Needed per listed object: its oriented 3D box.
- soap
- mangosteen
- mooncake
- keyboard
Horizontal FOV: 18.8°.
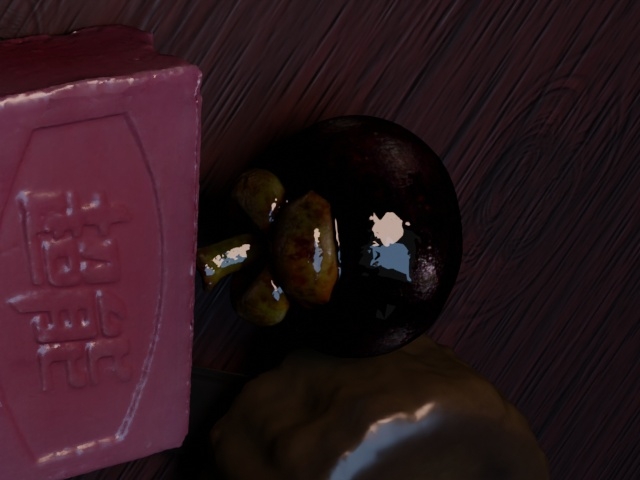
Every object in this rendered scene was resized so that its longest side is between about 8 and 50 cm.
[{"bbox_3d":[-0.227,0.019,1.575,0.233,0.128,0.360,-13,121,-30],"label":"soap"},{"bbox_3d":[0.000,0.000,1.662,0.250,0.211,0.211,-6,117,-26],"label":"mangosteen"},{"bbox_3d":[0.042,0.231,1.792,0.324,0.187,0.324,-17,128,-24],"label":"mooncake"},{"bbox_3d":[-0.077,0.165,1.813,0.230,0.025,0.094,15,106,-38],"label":"keyboard"}]
